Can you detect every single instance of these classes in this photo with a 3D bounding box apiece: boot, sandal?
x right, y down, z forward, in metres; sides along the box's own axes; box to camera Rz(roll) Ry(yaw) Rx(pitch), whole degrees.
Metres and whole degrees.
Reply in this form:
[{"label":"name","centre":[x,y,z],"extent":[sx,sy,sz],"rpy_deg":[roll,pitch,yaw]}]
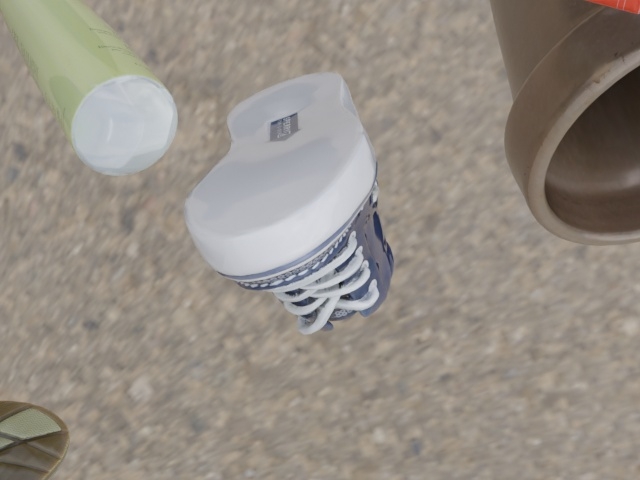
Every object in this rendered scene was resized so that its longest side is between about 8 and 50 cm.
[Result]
[{"label":"boot","centre":[0.000,0.000,0.734],"extent":[0.069,0.190,0.086],"rpy_deg":[-17,106,10]},{"label":"sandal","centre":[-0.215,0.160,1.119],"extent":[0.072,0.049,0.180],"rpy_deg":[33,64,15]}]

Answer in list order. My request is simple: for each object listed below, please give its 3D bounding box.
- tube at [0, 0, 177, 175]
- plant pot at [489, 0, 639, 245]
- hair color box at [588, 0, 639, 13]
[{"label":"tube","centre":[-0.149,-0.118,1.158],"extent":[0.062,0.240,0.070],"rpy_deg":[-8,120,-21]},{"label":"plant pot","centre":[0.234,-0.164,1.502],"extent":[0.263,0.263,0.229],"rpy_deg":[-13,57,-16]},{"label":"hair color box","centre":[0.161,-0.186,1.310],"extent":[0.141,0.072,0.043],"rpy_deg":[18,104,25]}]
